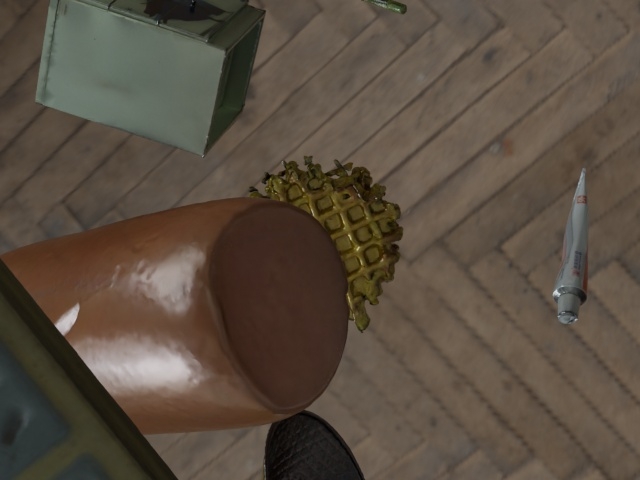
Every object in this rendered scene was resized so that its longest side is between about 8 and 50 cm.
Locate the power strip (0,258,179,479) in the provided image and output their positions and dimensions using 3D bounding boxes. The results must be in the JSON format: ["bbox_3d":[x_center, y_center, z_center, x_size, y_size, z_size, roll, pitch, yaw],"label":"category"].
[{"bbox_3d":[-0.154,0.040,0.576,0.092,0.066,0.387,-39,73,-12],"label":"power strip"}]

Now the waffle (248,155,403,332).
[{"bbox_3d":[0.000,0.000,1.727,0.193,0.070,0.197,9,106,-6],"label":"waffle"}]

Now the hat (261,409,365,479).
[{"bbox_3d":[-0.027,0.264,1.441,0.082,0.193,0.193,-23,102,27],"label":"hat"}]

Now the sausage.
[{"bbox_3d":[-0.111,0.050,0.848,0.304,0.121,0.121,-11,109,50],"label":"sausage"}]

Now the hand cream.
[{"bbox_3d":[0.291,0.011,1.727,0.038,0.216,0.052,33,135,-18],"label":"hand cream"}]

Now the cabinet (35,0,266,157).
[{"bbox_3d":[-0.190,-0.213,1.692,0.206,0.145,0.150,19,119,7],"label":"cabinet"}]

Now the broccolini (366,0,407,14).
[{"bbox_3d":[0.027,-0.299,1.646,0.194,0.054,0.052,50,123,24],"label":"broccolini"}]
